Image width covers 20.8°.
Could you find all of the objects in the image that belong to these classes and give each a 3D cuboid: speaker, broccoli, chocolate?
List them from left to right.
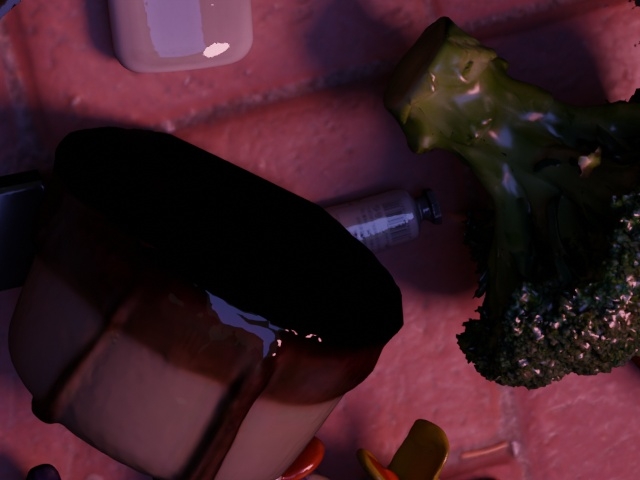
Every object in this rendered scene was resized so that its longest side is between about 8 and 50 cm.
[{"bbox_3d":[-0.306,0.008,1.285,0.218,0.044,0.082,-13,107,-13],"label":"speaker"},{"bbox_3d":[-0.101,0.064,1.245,0.283,0.283,0.186,23,112,-20],"label":"chocolate"},{"bbox_3d":[0.179,-0.032,1.293,0.297,0.297,0.297,34,92,-10],"label":"broccoli"}]

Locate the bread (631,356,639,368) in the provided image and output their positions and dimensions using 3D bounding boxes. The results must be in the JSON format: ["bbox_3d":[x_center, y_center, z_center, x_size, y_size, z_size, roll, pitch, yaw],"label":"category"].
[{"bbox_3d":[0.417,0.017,1.462,0.295,0.114,0.328,32,92,-21],"label":"bread"}]

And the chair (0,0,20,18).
[{"bbox_3d":[-0.346,-0.154,1.174,0.319,0.160,0.186,-41,109,-6],"label":"chair"}]

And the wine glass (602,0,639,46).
[{"bbox_3d":[0.327,-0.323,1.314,0.357,0.190,0.190,-45,111,-1],"label":"wine glass"}]

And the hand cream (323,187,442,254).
[{"bbox_3d":[0.000,0.000,1.378,0.194,0.042,0.067,-16,106,-6],"label":"hand cream"}]

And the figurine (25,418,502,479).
[{"bbox_3d":[-0.027,0.229,1.366,0.420,0.154,0.193,-13,112,-11],"label":"figurine"}]

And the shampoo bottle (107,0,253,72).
[{"bbox_3d":[-0.108,-0.236,1.278,0.108,0.051,0.221,-7,106,-12],"label":"shampoo bottle"}]
